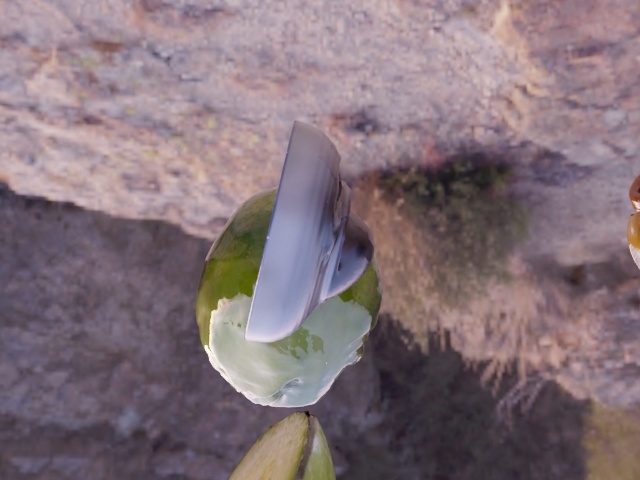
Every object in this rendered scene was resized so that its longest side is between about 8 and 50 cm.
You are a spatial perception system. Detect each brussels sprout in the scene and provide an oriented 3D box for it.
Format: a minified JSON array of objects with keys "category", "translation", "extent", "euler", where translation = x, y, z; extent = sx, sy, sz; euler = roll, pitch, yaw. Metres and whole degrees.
[{"category":"brussels sprout","translation":[-0.042,0.085,1.645],"extent":[0.268,0.344,0.344],"euler":[7,160,5]}]

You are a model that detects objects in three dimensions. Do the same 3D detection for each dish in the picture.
[{"category":"dish","translation":[0.000,0.000,1.345],"extent":[0.134,0.273,0.273],"euler":[12,158,-3]}]

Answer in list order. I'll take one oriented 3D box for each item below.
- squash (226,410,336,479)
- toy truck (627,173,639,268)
[{"category":"squash","translation":[-0.090,0.312,1.028],"extent":[0.210,0.308,0.233],"euler":[3,-173,-8]},{"category":"toy truck","translation":[0.513,0.004,1.351],"extent":[0.288,0.211,0.204],"euler":[-25,117,41]}]
